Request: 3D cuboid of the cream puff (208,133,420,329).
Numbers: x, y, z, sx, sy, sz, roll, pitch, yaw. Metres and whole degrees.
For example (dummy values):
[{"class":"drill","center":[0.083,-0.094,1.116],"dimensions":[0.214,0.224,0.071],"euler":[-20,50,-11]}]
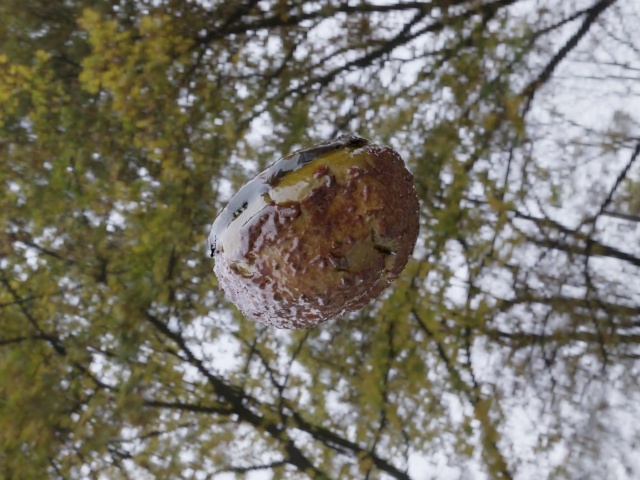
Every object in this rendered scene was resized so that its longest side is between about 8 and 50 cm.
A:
[{"class":"cream puff","center":[0.001,0.000,1.060],"dimensions":[0.240,0.164,0.240],"euler":[-21,-25,-10]}]
